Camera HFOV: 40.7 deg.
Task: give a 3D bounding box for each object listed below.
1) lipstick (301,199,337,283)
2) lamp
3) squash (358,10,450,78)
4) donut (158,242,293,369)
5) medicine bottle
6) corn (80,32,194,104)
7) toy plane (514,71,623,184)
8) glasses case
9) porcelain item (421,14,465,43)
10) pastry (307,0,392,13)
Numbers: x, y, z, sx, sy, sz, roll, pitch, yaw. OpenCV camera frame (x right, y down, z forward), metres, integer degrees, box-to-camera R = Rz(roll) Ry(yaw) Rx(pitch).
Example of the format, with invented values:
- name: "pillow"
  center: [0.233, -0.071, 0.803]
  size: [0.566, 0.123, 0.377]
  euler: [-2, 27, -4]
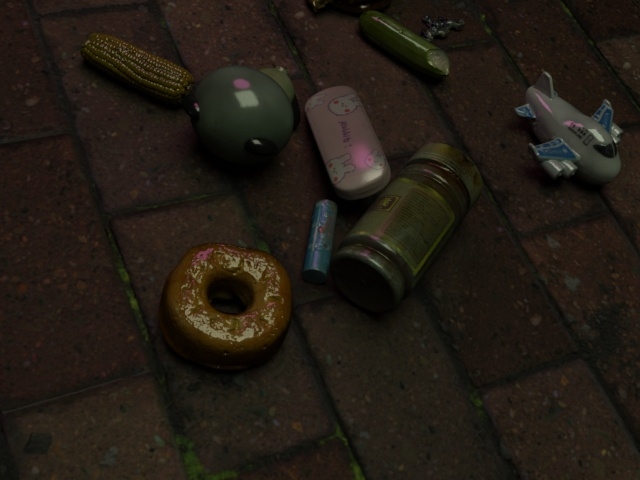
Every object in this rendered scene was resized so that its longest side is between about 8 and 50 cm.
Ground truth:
- name: "lipstick"
  center: [0.000, 0.000, 1.560]
  size: [0.048, 0.048, 0.158]
  euler: [14, 55, -7]
- name: "lamp"
  center: [-0.135, -0.244, 1.615]
  size: [0.197, 0.198, 0.244]
  euler: [30, 32, 5]
- name: "squash"
  center: [0.184, -0.426, 1.879]
  size: [0.238, 0.069, 0.069]
  euler: [35, 55, 9]
- name: "donut"
  center: [-0.152, 0.106, 1.410]
  size: [0.226, 0.114, 0.227]
  euler: [8, 57, -12]
- name: "medicine bottle"
  center: [0.157, -0.025, 1.558]
  size: [0.151, 0.151, 0.322]
  euler: [35, 55, 8]
- name: "corn"
  center: [-0.354, -0.333, 1.661]
  size: [0.231, 0.080, 0.080]
  euler: [25, 55, 0]
- name: "toy plane"
  center: [0.529, -0.228, 1.816]
  size: [0.266, 0.123, 0.267]
  euler: [8, 59, -12]
- name: "glasses case"
  center: [0.048, -0.192, 1.650]
  size: [0.113, 0.075, 0.297]
  euler: [-21, 49, 2]
- name: "porcelain item"
  center: [0.262, -0.493, 1.974]
  size: [0.136, 0.021, 0.075]
  euler: [-33, 67, -31]
- name: "pastry"
  center: [0.070, -0.635, 1.944]
  size: [0.235, 0.132, 0.240]
  euler: [-5, 58, -20]
